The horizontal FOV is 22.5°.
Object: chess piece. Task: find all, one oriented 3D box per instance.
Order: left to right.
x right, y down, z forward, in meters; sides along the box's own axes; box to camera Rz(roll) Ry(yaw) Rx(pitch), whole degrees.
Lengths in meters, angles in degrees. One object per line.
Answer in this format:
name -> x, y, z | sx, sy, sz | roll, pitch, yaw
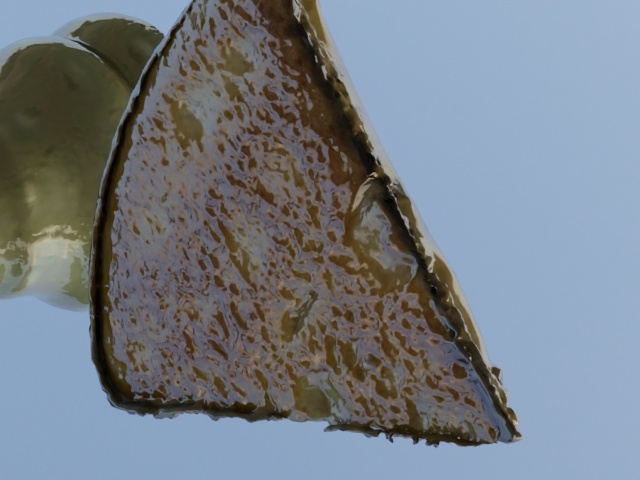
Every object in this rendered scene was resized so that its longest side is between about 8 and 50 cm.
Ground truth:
chess piece -> -0.228, -0.009, 0.923 | 0.330, 0.182, 0.182 | -24, -118, -40

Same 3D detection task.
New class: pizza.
pizza -> 0.000, 0.000, 0.514 | 0.176, 0.185, 0.036 | 25, -152, 28
